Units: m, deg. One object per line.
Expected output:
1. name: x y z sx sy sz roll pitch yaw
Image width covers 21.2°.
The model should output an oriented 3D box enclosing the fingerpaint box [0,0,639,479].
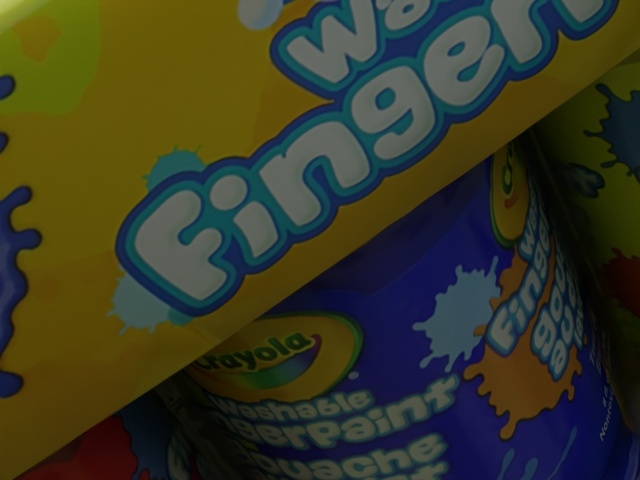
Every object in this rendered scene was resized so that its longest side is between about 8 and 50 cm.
1. fingerpaint box: 0.000 0.000 0.564 0.445 0.371 0.163 -34 43 -6
